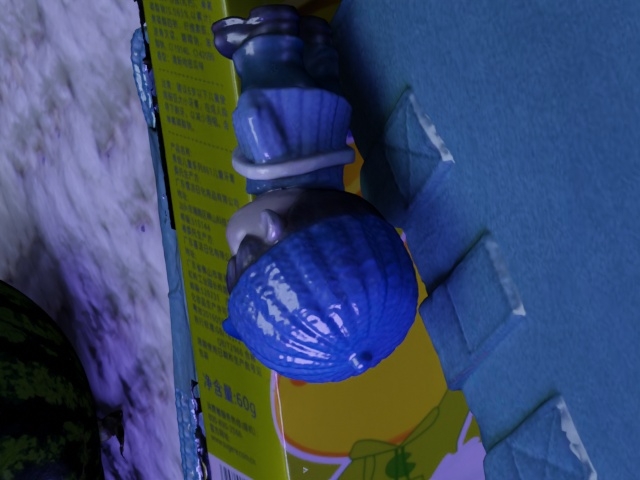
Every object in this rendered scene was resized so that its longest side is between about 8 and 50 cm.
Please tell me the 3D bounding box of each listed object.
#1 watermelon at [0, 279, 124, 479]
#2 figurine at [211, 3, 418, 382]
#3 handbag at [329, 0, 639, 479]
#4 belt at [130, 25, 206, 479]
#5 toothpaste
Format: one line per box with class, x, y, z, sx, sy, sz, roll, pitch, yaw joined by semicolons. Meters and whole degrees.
watermelon;-0.253;0.138;1.162;0.269;0.269;0.269;33;132;47
figurine;-0.001;-0.016;0.688;0.079;0.077;0.136;-4;80;33
handbag;0.116;-0.027;0.613;0.269;0.100;0.274;65;154;23
belt;-0.035;0.029;0.921;0.087;0.072;0.302;-146;46;-60
toothpaste;0.000;0.000;0.809;0.077;0.110;0.327;20;121;56
